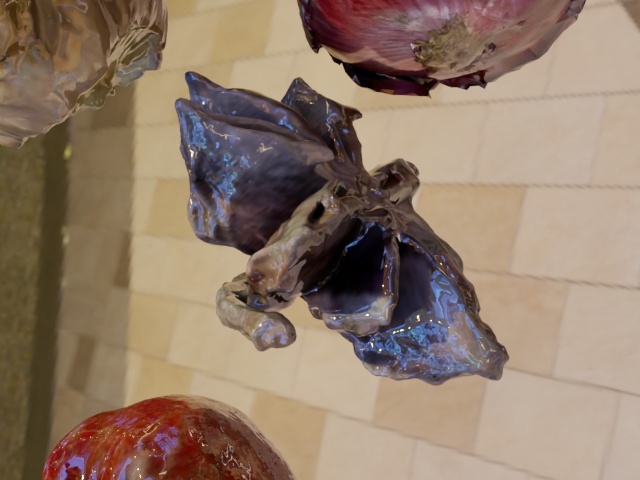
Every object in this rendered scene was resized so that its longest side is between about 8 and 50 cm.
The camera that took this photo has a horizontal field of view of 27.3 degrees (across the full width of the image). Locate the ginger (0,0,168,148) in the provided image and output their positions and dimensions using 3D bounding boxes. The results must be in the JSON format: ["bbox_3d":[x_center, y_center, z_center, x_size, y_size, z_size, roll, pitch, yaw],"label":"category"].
[{"bbox_3d":[-0.170,-0.148,0.569,0.130,0.275,0.221,-39,42,24],"label":"ginger"}]

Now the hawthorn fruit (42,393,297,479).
[{"bbox_3d":[-0.095,0.198,0.929,0.185,0.202,0.185,0,90,35],"label":"hawthorn fruit"}]

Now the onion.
[{"bbox_3d":[0.058,-0.154,0.674,0.150,0.150,0.140,-38,52,45],"label":"onion"}]

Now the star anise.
[{"bbox_3d":[-0.001,0.000,0.635,0.209,0.231,0.089,48,118,22],"label":"star anise"}]
